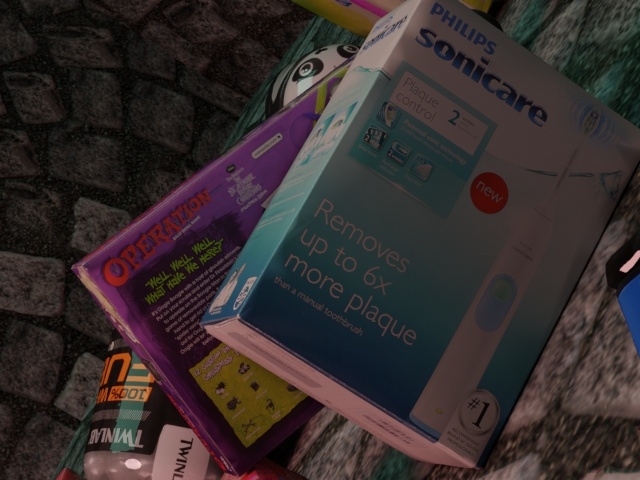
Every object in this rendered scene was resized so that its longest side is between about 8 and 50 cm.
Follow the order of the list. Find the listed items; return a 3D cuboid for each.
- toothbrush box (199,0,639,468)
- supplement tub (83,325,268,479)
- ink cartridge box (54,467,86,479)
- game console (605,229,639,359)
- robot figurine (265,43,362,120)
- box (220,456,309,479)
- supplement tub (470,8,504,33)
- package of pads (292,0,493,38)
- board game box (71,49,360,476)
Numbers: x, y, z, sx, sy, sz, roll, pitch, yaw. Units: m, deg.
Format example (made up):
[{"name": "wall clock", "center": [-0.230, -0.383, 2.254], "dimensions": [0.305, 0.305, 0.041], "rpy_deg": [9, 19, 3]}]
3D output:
[{"name": "toothbrush box", "center": [0.081, -0.007, 1.104], "dimensions": [0.296, 0.216, 0.126], "rpy_deg": [-59, 12, -15]}, {"name": "supplement tub", "center": [-0.142, 0.171, 1.556], "dimensions": [0.193, 0.193, 0.316], "rpy_deg": [144, 139, -63]}, {"name": "ink cartridge box", "center": [-0.289, 0.401, 1.766], "dimensions": [0.092, 0.158, 0.218], "rpy_deg": [-53, 11, 18]}, {"name": "game console", "center": [0.295, -0.018, 0.676], "dimensions": [0.293, 0.173, 0.250], "rpy_deg": [-49, 45, 43]}, {"name": "robot figurine", "center": [0.014, -0.188, 2.036], "dimensions": [0.278, 0.173, 0.209], "rpy_deg": [-174, 103, -79]}, {"name": "box", "center": [-0.072, 0.308, 1.140], "dimensions": [0.257, 0.122, 0.128], "rpy_deg": [-57, 11, 0]}, {"name": "supplement tub", "center": [0.143, -0.164, 1.578], "dimensions": [0.106, 0.106, 0.198], "rpy_deg": [-44, 16, 51]}, {"name": "package of pads", "center": [0.095, -0.331, 1.939], "dimensions": [0.101, 0.229, 0.296], "rpy_deg": [-65, 11, -2]}, {"name": "board game box", "center": [0.000, 0.000, 1.166], "dimensions": [0.347, 0.208, 0.056], "rpy_deg": [-38, 14, -19]}]
